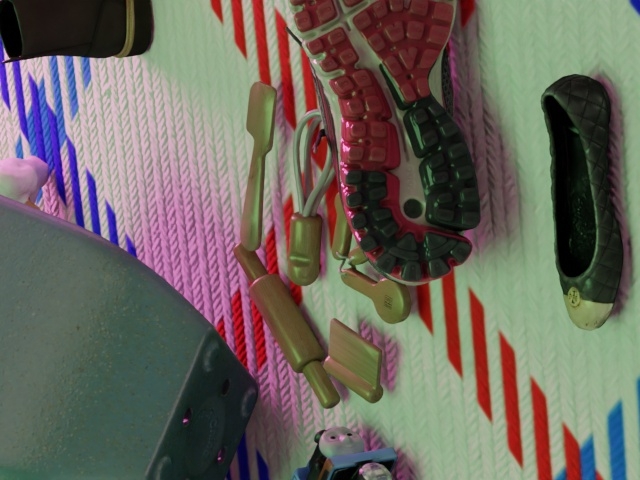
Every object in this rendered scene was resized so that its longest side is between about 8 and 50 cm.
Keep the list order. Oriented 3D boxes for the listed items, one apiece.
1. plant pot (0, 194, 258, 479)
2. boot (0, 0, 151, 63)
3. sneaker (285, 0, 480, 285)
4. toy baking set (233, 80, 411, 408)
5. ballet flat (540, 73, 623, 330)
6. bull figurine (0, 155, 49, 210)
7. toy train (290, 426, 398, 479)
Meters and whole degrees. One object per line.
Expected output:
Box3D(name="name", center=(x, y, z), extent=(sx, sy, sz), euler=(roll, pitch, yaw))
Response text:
Box3D(name="plant pot", center=(-0.201, 0.131, 1.604), extent=(0.252, 0.247, 0.248), euler=(13, 68, 23))
Box3D(name="boot", center=(-0.224, -0.250, 1.647), extent=(0.077, 0.137, 0.198), euler=(-10, 92, 53))
Box3D(name="sneaker", center=(0.037, -0.115, 1.371), extent=(0.112, 0.121, 0.299), euler=(148, 116, -84))
Box3D(name="toy baking set", center=(-0.002, 0.005, 1.529), extent=(0.256, 0.030, 0.197), euler=(56, 136, 25))
Box3D(name="ballet flat", center=(0.167, -0.024, 1.273), extent=(0.057, 0.049, 0.173), euler=(9, 107, 53))
Box3D(name="bull figurine", center=(-0.317, 0.073, 1.845), extent=(0.188, 0.101, 0.310), euler=(96, -179, -67))
Box3D(name="toy train", center=(0.007, 0.230, 1.542), extent=(0.105, 0.080, 0.184), euler=(54, 138, 37))
